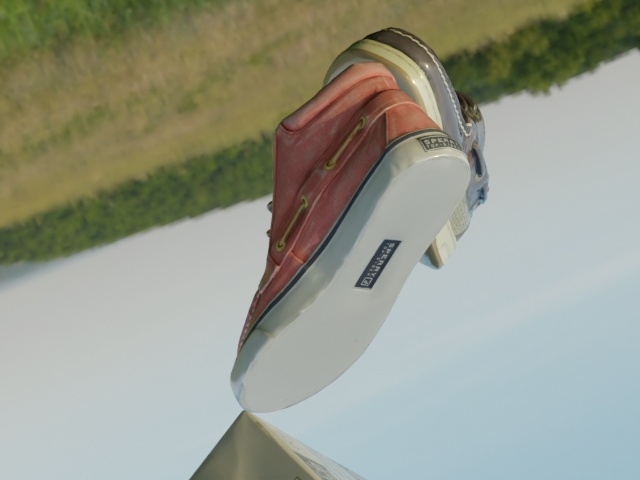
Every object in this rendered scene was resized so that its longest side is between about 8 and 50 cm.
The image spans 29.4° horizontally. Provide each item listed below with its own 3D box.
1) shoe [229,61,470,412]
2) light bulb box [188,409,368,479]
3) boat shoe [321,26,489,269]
[{"bbox_3d":[0.000,0.000,0.602,0.063,0.081,0.178,9,126,-40],"label":"shoe"},{"bbox_3d":[0.041,0.425,1.381,0.225,0.361,0.358,-52,-132,-1],"label":"light bulb box"},{"bbox_3d":[0.074,-0.076,0.900,0.092,0.103,0.285,-51,154,-15],"label":"boat shoe"}]
